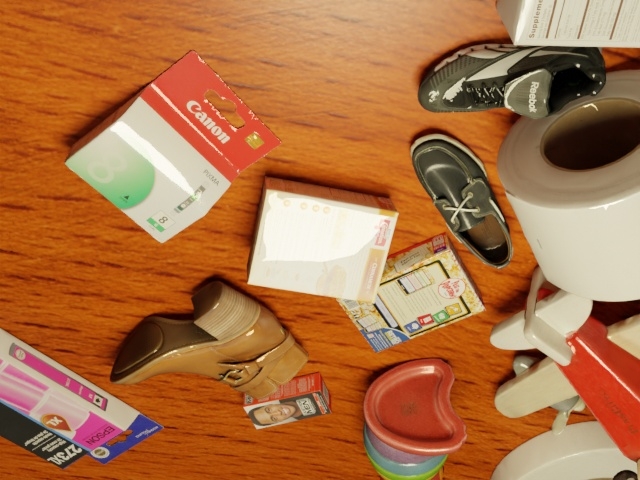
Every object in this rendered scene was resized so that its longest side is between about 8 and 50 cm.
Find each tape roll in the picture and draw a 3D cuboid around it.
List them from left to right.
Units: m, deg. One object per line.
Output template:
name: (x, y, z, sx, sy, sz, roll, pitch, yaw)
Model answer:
tape roll: (0.537, 0.506, 1.566, 0.392, 0.072, 0.392, -1, 130, -1)
tape roll: (0.362, -0.070, 0.965, 0.246, 0.246, 0.169, -23, 127, 16)

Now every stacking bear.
stacking bear: (0.159, 0.366, 1.386, 0.164, 0.175, 0.289, -6, 137, 0)

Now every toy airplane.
toy airplane: (0.459, 0.183, 1.206, 0.386, 0.272, 0.384, 15, 126, 33)

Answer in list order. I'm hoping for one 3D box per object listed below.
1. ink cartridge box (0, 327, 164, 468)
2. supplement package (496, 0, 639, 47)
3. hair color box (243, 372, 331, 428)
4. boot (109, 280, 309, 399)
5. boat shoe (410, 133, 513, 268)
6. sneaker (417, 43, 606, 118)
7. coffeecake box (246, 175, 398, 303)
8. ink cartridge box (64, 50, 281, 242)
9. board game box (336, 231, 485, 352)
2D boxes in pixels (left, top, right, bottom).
ink cartridge box: (-0.471, 0.300, 1.362, 0.175, 0.069, 0.371, -34, 126, 23)
supplement package: (0.302, -0.285, 0.873, 0.179, 0.105, 0.105, 1, 130, -2)
hair color box: (-0.058, 0.283, 1.373, 0.141, 0.043, 0.072, -14, 130, 11)
boot: (-0.180, 0.193, 1.270, 0.283, 0.109, 0.220, -36, 127, 16)
boat shoe: (0.202, -0.053, 1.082, 0.084, 0.079, 0.233, -27, 124, 21)
sneaker: (0.236, -0.191, 0.948, 0.234, 0.106, 0.078, -11, 129, 7)
coffeecake box: (0.000, 0.000, 1.099, 0.185, 0.068, 0.142, 10, 110, -10)
ink cartridge box: (-0.192, -0.114, 1.032, 0.224, 0.056, 0.181, -30, 125, 23)
board game box: (0.139, 0.086, 1.215, 0.193, 0.045, 0.147, -23, 127, 16)
